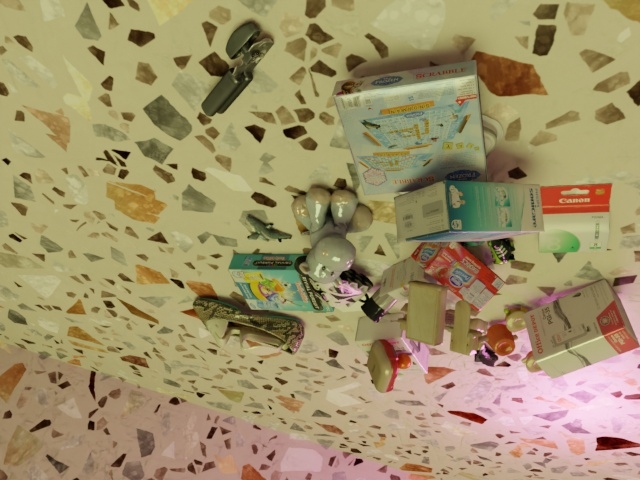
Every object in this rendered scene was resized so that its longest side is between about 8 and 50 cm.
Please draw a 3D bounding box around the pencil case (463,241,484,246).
[{"bbox_3d":[0.433,-0.050,1.615,0.070,0.064,0.151,34,158,43],"label":"pencil case"}]

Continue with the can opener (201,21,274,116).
[{"bbox_3d":[-0.218,-0.423,1.388,0.283,0.076,0.095,-33,89,44],"label":"can opener"}]

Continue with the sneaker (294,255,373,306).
[{"bbox_3d":[0.024,0.155,1.853,0.331,0.122,0.146,23,111,-39],"label":"sneaker"}]

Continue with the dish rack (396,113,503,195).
[{"bbox_3d":[0.282,-0.213,1.464,0.286,0.072,0.332,21,140,-6],"label":"dish rack"}]

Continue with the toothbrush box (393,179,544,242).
[{"bbox_3d":[0.366,-0.066,1.393,0.296,0.126,0.216,-2,174,-27],"label":"toothbrush box"}]

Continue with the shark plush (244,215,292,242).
[{"bbox_3d":[-0.176,-0.028,1.852,0.161,0.073,0.067,20,111,1],"label":"shark plush"}]

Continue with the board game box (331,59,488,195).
[{"bbox_3d":[0.223,-0.251,1.328,0.319,0.065,0.318,-3,138,19],"label":"board game box"}]

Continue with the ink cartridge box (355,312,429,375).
[{"bbox_3d":[0.283,0.412,2.185,0.199,0.114,0.272,-12,134,29],"label":"ink cartridge box"}]

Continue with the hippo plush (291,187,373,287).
[{"bbox_3d":[0.000,0.000,1.678,0.234,0.236,0.294,30,139,-18],"label":"hippo plush"}]

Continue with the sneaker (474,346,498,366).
[{"bbox_3d":[0.646,0.440,2.158,0.089,0.051,0.170,7,146,9],"label":"sneaker"}]

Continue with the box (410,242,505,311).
[{"bbox_3d":[0.418,0.087,1.704,0.257,0.122,0.128,35,100,-24],"label":"box"}]

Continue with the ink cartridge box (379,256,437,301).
[{"bbox_3d":[0.289,0.126,1.836,0.067,0.115,0.198,36,138,-25],"label":"ink cartridge box"}]

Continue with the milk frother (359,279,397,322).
[{"bbox_3d":[0.197,0.189,1.967,0.143,0.129,0.134,44,102,8],"label":"milk frother"}]

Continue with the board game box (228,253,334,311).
[{"bbox_3d":[-0.133,0.157,2.039,0.336,0.079,0.253,0,139,19],"label":"board game box"}]

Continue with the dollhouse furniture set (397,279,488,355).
[{"bbox_3d":[0.429,0.208,1.718,0.356,0.173,0.303,-2,-172,-44],"label":"dollhouse furniture set"}]

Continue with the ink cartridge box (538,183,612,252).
[{"bbox_3d":[0.696,-0.054,1.536,0.181,0.056,0.224,-1,140,19],"label":"ink cartridge box"}]

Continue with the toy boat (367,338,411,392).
[{"bbox_3d":[0.264,0.461,2.073,0.151,0.151,0.231,-10,142,-14],"label":"toy boat"}]

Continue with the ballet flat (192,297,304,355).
[{"bbox_3d":[-0.310,0.364,2.267,0.483,0.182,0.164,13,142,3],"label":"ballet flat"}]

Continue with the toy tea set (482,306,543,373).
[{"bbox_3d":[0.747,0.352,1.996,0.336,0.124,0.200,29,110,-12],"label":"toy tea set"}]

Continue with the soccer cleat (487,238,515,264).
[{"bbox_3d":[0.537,0.010,1.667,0.072,0.060,0.179,-14,140,19],"label":"soccer cleat"}]

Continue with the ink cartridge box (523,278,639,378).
[{"bbox_3d":[0.801,0.279,1.742,0.283,0.207,0.117,-32,120,29],"label":"ink cartridge box"}]
